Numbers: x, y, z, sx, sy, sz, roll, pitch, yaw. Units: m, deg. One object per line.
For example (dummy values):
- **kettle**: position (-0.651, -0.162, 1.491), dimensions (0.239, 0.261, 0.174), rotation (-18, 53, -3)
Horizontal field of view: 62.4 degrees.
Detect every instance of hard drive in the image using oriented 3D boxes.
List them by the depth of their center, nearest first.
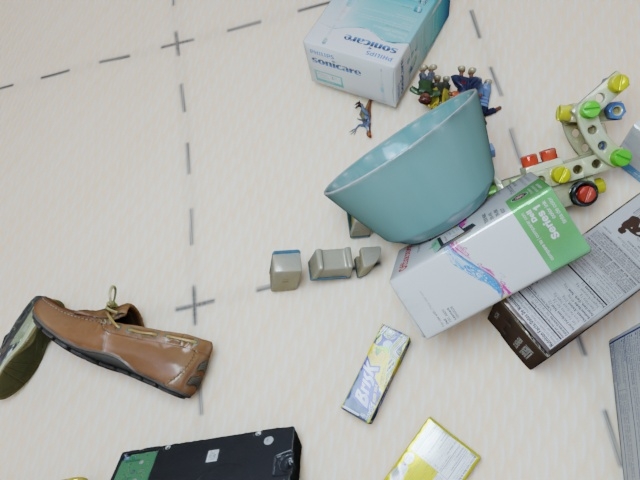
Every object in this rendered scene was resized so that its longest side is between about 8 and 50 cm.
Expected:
- **hard drive**: position (-0.205, 0.440, 0.870), dimensions (0.339, 0.064, 0.237), rotation (-11, 28, 8)

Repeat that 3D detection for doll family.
- **doll family**: position (0.283, -0.299, 1.106), dimensions (0.193, 0.076, 0.111), rotation (4, 66, 10)

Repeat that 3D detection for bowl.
- **bowl**: position (0.175, -0.107, 0.928), dimensions (0.311, 0.311, 0.163), rotation (-35, 100, -2)

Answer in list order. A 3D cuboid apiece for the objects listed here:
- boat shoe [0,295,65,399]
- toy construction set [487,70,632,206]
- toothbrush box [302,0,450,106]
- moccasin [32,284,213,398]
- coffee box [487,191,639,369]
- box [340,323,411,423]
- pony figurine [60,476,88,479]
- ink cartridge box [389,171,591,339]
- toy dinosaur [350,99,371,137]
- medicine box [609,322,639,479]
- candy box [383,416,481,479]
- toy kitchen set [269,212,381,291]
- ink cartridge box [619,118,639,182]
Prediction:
- **boat shoe**: position (-0.627, 0.219, 1.110), dimensions (0.073, 0.080, 0.223), rotation (16, 69, 23)
- **toy construction set**: position (0.410, -0.157, 0.977), dimensions (0.327, 0.151, 0.215), rotation (-15, 98, 20)
- **toothbrush box**: position (0.130, -0.466, 1.158), dimensions (0.216, 0.126, 0.295), rotation (22, 69, 19)
- **moccasin**: position (-0.393, 0.180, 1.039), dimensions (0.380, 0.139, 0.147), rotation (14, 67, 19)
- **coffee box**: position (0.438, 0.073, 0.881), dimensions (0.297, 0.168, 0.119), rotation (-36, 68, -2)
- **box**: position (0.102, 0.240, 0.953), dimensions (0.059, 0.054, 0.169), rotation (24, 77, 19)
- **pony figurine**: position (-0.538, 0.616, 0.861), dimensions (0.351, 0.303, 0.363), rotation (-11, 53, -1)
- **ink cartridge box**: position (0.263, 0.019, 0.870), dimensions (0.278, 0.201, 0.117), rotation (-33, 94, 18)
- **toy dinosaur**: position (0.102, -0.265, 1.151), dimensions (0.090, 0.047, 0.082), rotation (-31, 85, -11)
- **medicine box**: position (0.527, 0.248, 0.729), dimensions (0.149, 0.289, 0.263), rotation (0, 70, 13)
- **candy box**: position (0.166, 0.413, 0.888), dimensions (0.105, 0.027, 0.206), rotation (36, 81, 19)
- **toy kitchen set**: position (0.000, 0.000, 1.052), dimensions (0.207, 0.122, 0.166), rotation (-3, 68, -10)
- **ink cartridge box**: position (0.612, -0.178, 0.949), dimensions (0.092, 0.143, 0.090), rotation (-38, 67, -3)
